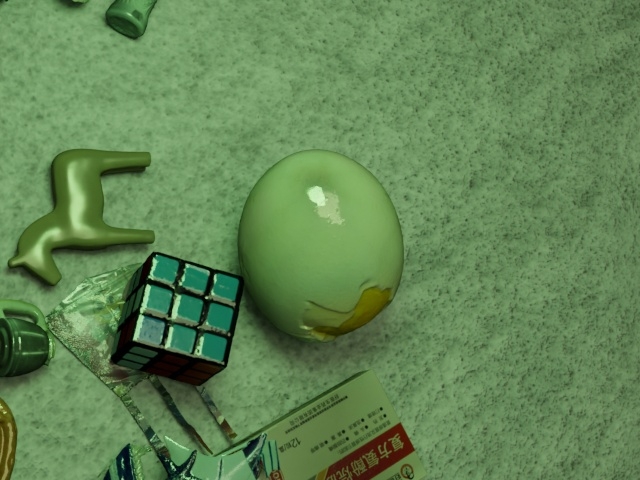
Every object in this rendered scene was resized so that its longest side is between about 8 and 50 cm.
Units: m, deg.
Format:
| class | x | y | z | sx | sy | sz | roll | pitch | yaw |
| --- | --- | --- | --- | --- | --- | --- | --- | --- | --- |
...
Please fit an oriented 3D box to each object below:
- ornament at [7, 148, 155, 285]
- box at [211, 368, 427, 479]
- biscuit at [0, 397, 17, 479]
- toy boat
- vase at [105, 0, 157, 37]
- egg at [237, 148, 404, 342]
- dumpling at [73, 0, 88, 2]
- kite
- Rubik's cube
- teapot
| class | x | y | z | sx | sy | sz | roll | pitch | yaw |
| --- | --- | --- | --- | --- | --- | --- | --- | --- | --- |
| ornament | -0.397 | -0.040 | 1.817 | 0.245 | 0.061 | 0.230 | -1 | 78 | -26 |
| box | -0.008 | 0.392 | 1.873 | 0.353 | 0.069 | 0.214 | -27 | 88 | -26 |
| biscuit | -0.645 | 0.303 | 1.569 | 0.455 | 0.078 | 0.349 | 39 | 76 | -1 |
| toy boat | -0.218 | 0.381 | 1.738 | 0.210 | 0.070 | 0.291 | 43 | 84 | -4 |
| vase | -0.308 | -0.471 | 1.963 | 0.096 | 0.096 | 0.219 | 27 | 69 | -15 |
| egg | 0.000 | 0.000 | 1.839 | 0.283 | 0.345 | 0.283 | -1 | 44 | 1 |
| dumpling | -0.427 | -0.516 | 1.917 | 0.151 | 0.124 | 0.228 | 6 | 76 | -61 |
| kite | -0.290 | 0.213 | 1.819 | 0.204 | 0.022 | 0.360 | -31 | 86 | -28 |
| Rubik's cube | -0.232 | 0.129 | 1.774 | 0.161 | 0.163 | 0.162 | 17 | 68 | -17 |
| teapot | -0.463 | 0.152 | 1.721 | 0.091 | 0.092 | 0.124 | 6 | 79 | -40 |
